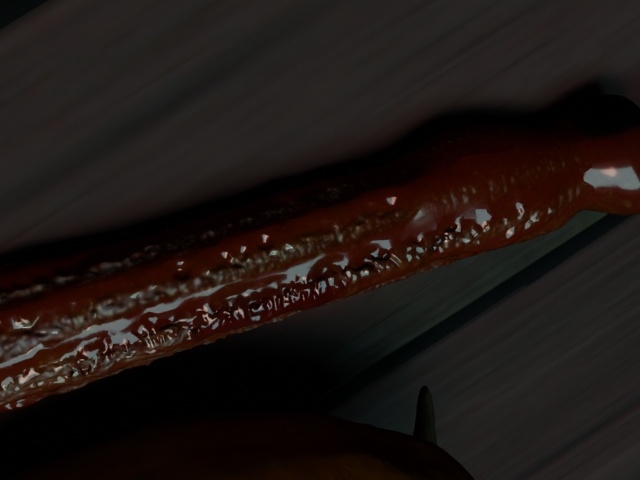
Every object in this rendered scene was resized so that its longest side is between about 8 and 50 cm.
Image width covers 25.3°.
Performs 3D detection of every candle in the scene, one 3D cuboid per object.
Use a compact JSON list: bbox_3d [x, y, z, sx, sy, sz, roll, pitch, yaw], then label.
[{"bbox_3d":[0.000,0.000,0.507,0.329,0.048,0.051,-17,94,-21],"label":"candle"}]

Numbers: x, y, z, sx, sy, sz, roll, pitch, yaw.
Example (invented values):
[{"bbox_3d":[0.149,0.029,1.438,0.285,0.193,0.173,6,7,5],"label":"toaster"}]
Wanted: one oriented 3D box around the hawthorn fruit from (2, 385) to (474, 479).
[{"bbox_3d":[-0.028,0.147,0.520,0.262,0.210,0.210,-41,142,-21],"label":"hawthorn fruit"}]
